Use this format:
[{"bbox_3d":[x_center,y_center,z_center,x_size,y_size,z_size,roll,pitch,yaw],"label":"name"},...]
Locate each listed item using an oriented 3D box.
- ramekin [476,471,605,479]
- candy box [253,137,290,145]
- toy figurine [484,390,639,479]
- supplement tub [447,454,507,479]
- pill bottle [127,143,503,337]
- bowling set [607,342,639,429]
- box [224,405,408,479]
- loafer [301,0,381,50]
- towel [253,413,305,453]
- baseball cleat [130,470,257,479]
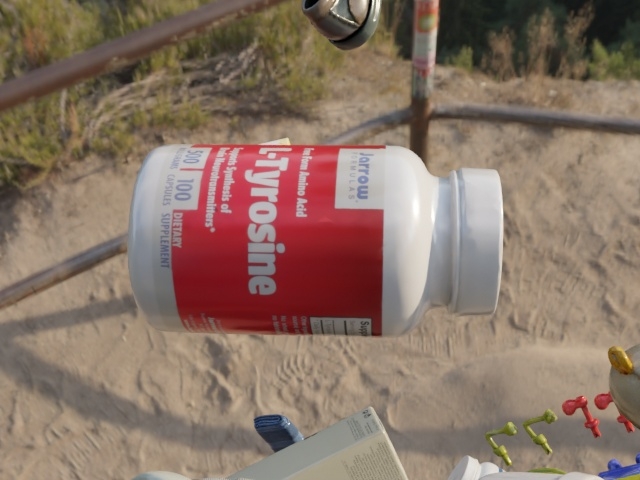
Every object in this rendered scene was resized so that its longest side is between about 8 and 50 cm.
[{"bbox_3d":[0.182,0.302,0.700,0.109,0.207,0.207,-2,45,39],"label":"ramekin"},{"bbox_3d":[-0.069,-0.019,1.439,0.088,0.182,0.316,-12,41,6],"label":"candy box"},{"bbox_3d":[0.384,0.344,1.127,0.363,0.191,0.217,-23,0,29],"label":"toy figurine"},{"bbox_3d":[0.330,0.503,1.481,0.200,0.144,0.144,31,57,5],"label":"supplement tub"},{"bbox_3d":[0.000,0.000,0.953,0.408,0.229,0.229,1,50,5],"label":"pill bottle"},{"bbox_3d":[0.279,0.086,0.316,0.200,0.287,0.154,-47,22,-6],"label":"bowling set"},{"bbox_3d":[-0.016,0.365,1.192,0.275,0.113,0.094,-24,16,-3],"label":"box"},{"bbox_3d":[0.021,-0.352,0.915,0.096,0.084,0.267,-17,66,40],"label":"loafer"},{"bbox_3d":[-0.057,0.333,1.343,0.067,0.119,0.029,-13,36,29],"label":"towel"},{"bbox_3d":[-0.008,0.156,0.366,0.206,0.109,0.072,23,99,43],"label":"baseball cleat"}]
